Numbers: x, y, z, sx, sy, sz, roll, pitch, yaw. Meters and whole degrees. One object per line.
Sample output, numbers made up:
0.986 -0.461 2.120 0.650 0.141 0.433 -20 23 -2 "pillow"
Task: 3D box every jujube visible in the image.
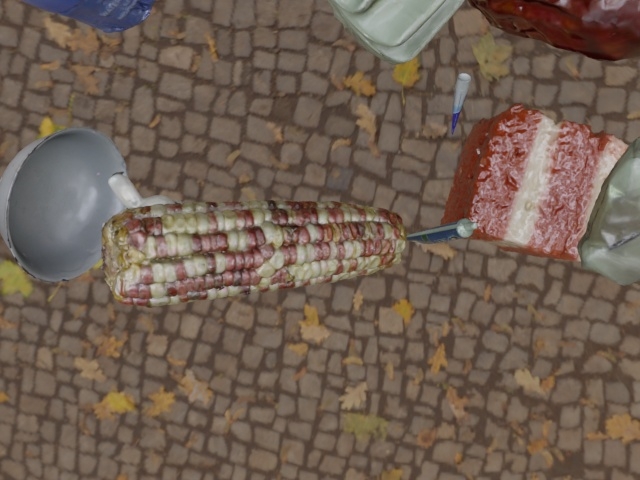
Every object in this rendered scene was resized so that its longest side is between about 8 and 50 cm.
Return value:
0.396 -0.423 1.214 0.377 0.276 0.276 33 116 39 "jujube"

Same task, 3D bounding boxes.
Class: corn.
-0.046 0.007 0.609 0.237 0.079 0.079 -2 111 -22 "corn"

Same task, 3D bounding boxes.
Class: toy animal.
-0.166 -0.011 0.846 0.085 0.071 0.124 -11 137 8 "toy animal"

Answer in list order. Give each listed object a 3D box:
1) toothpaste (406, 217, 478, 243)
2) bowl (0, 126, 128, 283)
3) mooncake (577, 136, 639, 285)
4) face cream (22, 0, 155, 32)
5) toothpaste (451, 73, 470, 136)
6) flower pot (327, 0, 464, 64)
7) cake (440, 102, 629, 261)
0.218 -0.012 1.439 0.057 0.197 0.034 7 79 -27 "toothpaste"
-0.325 -0.050 0.949 0.086 0.189 0.189 15 112 27 "bowl"
0.291 -0.014 0.655 0.130 0.073 0.125 22 128 12 "mooncake"
-0.433 -0.527 1.456 0.249 0.225 0.248 -4 83 36 "face cream"
0.156 -0.154 0.901 0.015 0.024 0.083 9 144 4 "toothpaste"
0.076 -0.394 1.196 0.254 0.367 0.164 41 99 -5 "flower pot"
0.442 -0.100 1.615 0.320 0.269 0.270 16 90 -3 "cake"
